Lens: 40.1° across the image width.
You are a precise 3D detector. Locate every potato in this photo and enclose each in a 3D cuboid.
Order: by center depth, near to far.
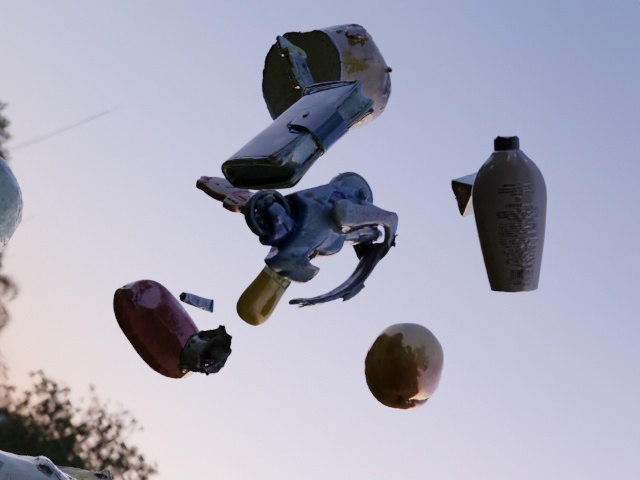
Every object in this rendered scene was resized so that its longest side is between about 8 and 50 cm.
[{"bbox_3d":[0.025,-0.339,1.900,0.299,0.196,0.247,9,-81,52],"label":"potato"}]

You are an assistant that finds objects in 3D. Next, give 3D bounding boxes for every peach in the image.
[{"bbox_3d":[0.175,0.268,1.852,0.184,0.184,0.184,41,-33,34],"label":"peach"}]

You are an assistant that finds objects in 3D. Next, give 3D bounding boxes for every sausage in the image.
[{"bbox_3d":[-0.342,0.190,1.877,0.148,0.148,0.254,-1,-58,60],"label":"sausage"}]

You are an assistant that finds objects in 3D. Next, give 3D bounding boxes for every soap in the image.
[{"bbox_3d":[-0.126,0.115,1.999,0.089,0.168,0.033,39,-15,-26],"label":"soap"}]

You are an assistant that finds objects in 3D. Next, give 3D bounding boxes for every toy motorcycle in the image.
[{"bbox_3d":[0.013,-0.007,1.715,0.241,0.319,0.182,59,-39,20],"label":"toy motorcycle"}]

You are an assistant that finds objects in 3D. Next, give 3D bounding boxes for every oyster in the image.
[{"bbox_3d":[-0.236,0.223,1.773,0.165,0.108,0.053,-3,-21,39],"label":"oyster"}]

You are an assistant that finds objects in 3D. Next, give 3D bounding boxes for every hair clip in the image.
[{"bbox_3d":[-0.023,-0.283,1.548,0.033,0.060,0.188,-42,-114,29],"label":"hair clip"}]

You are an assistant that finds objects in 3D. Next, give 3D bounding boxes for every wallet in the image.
[{"bbox_3d":[-0.028,-0.149,1.212,0.141,0.202,0.059,5,-50,46],"label":"wallet"}]

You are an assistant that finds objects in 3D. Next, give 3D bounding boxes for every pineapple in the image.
[{"bbox_3d":[-0.352,0.352,1.213,0.116,0.137,0.069,48,10,-8],"label":"pineapple"}]

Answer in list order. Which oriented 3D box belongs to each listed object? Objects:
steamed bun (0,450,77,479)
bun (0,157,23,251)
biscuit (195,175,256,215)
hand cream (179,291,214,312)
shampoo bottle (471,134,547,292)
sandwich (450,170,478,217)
[{"bbox_3d":[-0.449,0.340,0.983,0.237,0.394,0.347,65,-3,-40],"label":"steamed bun"},{"bbox_3d":[-0.453,-0.015,1.037,0.212,0.204,0.126,2,-32,12],"label":"bun"},{"bbox_3d":[-0.202,-0.109,2.174,0.225,0.166,0.036,31,-67,25],"label":"biscuit"},{"bbox_3d":[-0.249,0.121,1.757,0.019,0.093,0.030,-20,-119,31],"label":"hand cream"},{"bbox_3d":[0.312,-0.046,1.443,0.078,0.127,0.257,-139,-134,-83],"label":"shampoo bottle"},{"bbox_3d":[0.288,-0.078,1.534,0.116,0.074,0.074,-145,-143,-75],"label":"sandwich"}]
